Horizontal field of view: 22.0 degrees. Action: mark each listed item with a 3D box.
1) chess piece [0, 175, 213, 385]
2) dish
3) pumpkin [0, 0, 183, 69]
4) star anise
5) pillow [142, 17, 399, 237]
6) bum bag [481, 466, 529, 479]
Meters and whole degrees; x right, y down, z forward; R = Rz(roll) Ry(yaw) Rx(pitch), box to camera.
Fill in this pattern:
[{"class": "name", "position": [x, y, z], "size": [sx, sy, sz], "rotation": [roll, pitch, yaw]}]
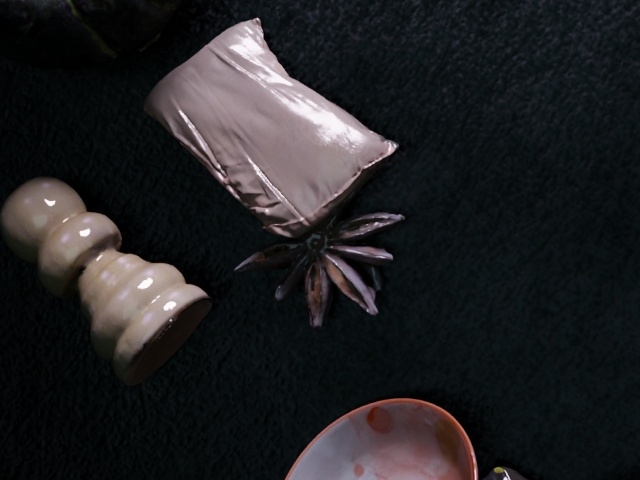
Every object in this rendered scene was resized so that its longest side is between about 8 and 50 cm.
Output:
[{"class": "chess piece", "position": [-0.258, 0.029, 1.892], "size": [0.261, 0.143, 0.143], "rotation": [45, 100, 12]}, {"class": "dish", "position": [0.076, 0.309, 1.829], "size": [0.260, 0.085, 0.260], "rotation": [-21, 46, 23]}, {"class": "pumpkin", "position": [-0.284, -0.347, 1.809], "size": [0.323, 0.241, 0.323], "rotation": [1, 97, 5]}, {"class": "star anise", "position": [0.000, 0.000, 1.870], "size": [0.182, 0.065, 0.195], "rotation": [20, 96, 13]}, {"class": "pillow", "position": [-0.061, -0.129, 1.853], "size": [0.173, 0.067, 0.270], "rotation": [-47, 70, 4]}, {"class": "bum bag", "position": [0.160, 0.335, 1.856], "size": [0.232, 0.060, 0.107], "rotation": [-30, 70, 11]}]
